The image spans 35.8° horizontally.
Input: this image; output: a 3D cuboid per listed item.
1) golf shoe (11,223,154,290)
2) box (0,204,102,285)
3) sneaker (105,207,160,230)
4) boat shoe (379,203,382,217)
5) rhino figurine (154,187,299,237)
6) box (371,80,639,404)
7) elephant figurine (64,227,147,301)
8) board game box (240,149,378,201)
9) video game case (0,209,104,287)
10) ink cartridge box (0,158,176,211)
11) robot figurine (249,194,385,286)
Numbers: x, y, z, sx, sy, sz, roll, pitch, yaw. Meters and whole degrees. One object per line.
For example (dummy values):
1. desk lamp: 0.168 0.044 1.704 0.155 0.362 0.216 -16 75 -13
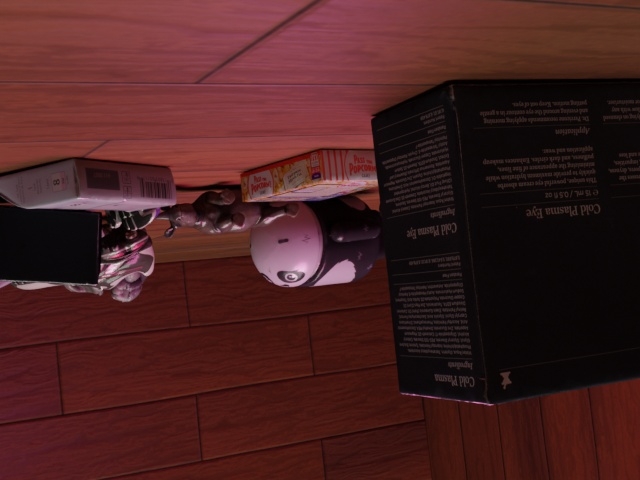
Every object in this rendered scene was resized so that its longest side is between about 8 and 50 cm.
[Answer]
1. golf shoe: -0.443 0.054 1.855 0.272 0.120 0.105 -16 -140 -5
2. box: -0.399 0.003 1.380 0.184 0.103 0.261 1 -178 -12
3. sneaker: -0.272 -0.058 1.473 0.071 0.068 0.170 -21 -167 -26
4. boat shoe: 0.203 -0.054 1.730 0.340 0.127 0.113 -16 173 -45
5. rhino figurine: -0.161 -0.045 1.569 0.243 0.073 0.106 -9 179 -36
6. box: 0.255 -0.002 1.087 0.343 0.313 0.179 -4 176 -25
7. elephant figurine: -0.474 0.032 2.005 0.239 0.186 0.169 4 -140 0
8. board game box: 0.000 -0.090 1.411 0.146 0.045 0.193 -3 175 -39
9. video game case: -0.539 0.029 1.664 0.269 0.061 0.244 -10 -163 42
10. ink cartridge box: -0.335 -0.057 1.285 0.232 0.066 0.189 -13 174 29
11. robot figurine: -0.001 0.003 1.867 0.278 0.173 0.209 -3 132 -42
